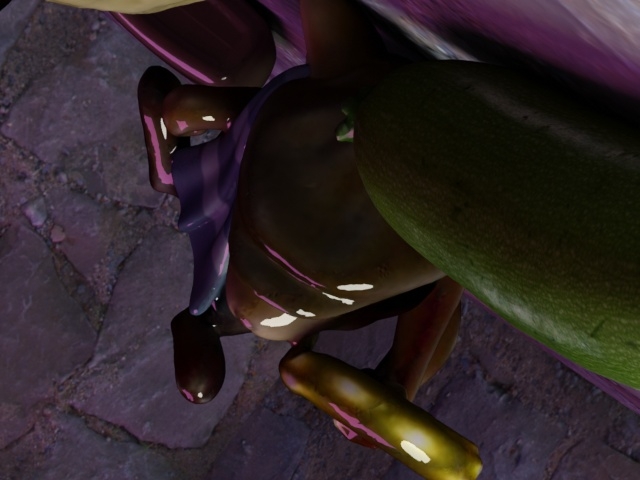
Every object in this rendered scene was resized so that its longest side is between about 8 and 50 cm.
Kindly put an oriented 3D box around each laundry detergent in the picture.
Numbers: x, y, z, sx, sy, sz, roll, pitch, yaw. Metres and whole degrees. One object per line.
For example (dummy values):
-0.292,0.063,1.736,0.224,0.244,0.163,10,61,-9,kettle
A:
-0.112,-0.180,1.586,0.171,0.076,0.237,38,-179,0,laundry detergent

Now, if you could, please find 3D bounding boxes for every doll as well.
-0.004,0.003,1.224,0.318,0.209,0.340,52,162,-2,doll

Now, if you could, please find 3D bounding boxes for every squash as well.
0.111,-0.009,0.882,0.107,0.107,0.395,38,177,-30,squash

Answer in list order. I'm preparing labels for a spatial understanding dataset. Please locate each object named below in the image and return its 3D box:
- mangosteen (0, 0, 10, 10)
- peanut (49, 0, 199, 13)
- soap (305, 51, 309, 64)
-0.271,-0.242,1.253,0.228,0.228,0.265,37,-141,-8,mangosteen
-0.070,-0.138,0.541,0.153,0.140,0.325,-7,176,13,peanut
0.057,-0.052,1.496,0.135,0.076,0.233,35,177,24,soap
